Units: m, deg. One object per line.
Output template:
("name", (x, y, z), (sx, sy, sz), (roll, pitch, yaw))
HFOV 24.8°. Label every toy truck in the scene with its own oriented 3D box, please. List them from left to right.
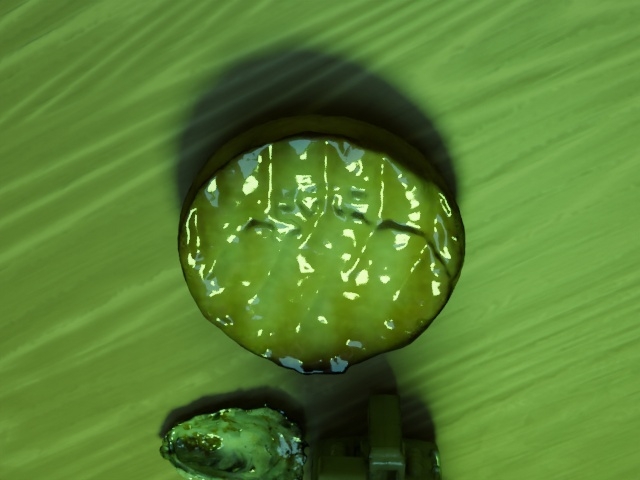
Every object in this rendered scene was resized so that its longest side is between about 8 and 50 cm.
("toy truck", (0.055, 0.345, 1.539), (0.181, 0.405, 0.254), (0, 111, 6))

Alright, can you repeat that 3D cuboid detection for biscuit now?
("biscuit", (0.000, 0.000, 1.503), (0.296, 0.102, 0.296), (1, 124, 2))

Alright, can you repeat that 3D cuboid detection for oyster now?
("oyster", (-0.102, 0.240, 1.688), (0.177, 0.056, 0.105), (-13, 108, 13))
